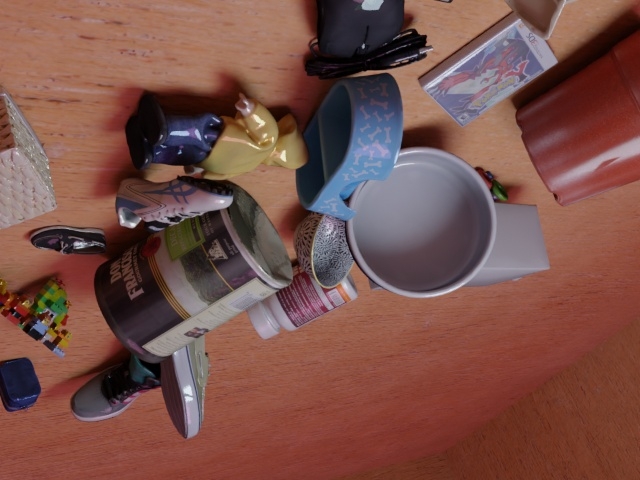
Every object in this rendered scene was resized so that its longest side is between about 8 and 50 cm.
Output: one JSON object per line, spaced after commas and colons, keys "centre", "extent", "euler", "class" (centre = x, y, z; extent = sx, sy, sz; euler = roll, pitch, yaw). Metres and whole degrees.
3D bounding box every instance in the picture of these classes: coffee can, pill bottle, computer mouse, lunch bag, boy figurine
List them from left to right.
{"centre": [-0.601, 0.293, 1.656], "extent": [0.067, 0.098, 0.065], "euler": [-9, 153, -37], "class": "lunch bag"}
{"centre": [-0.215, 0.057, 1.423], "extent": [0.275, 0.202, 0.201], "euler": [-31, 152, 14], "class": "coffee can"}
{"centre": [-0.131, -0.155, 1.227], "extent": [0.285, 0.092, 0.177], "euler": [-4, 150, -36], "class": "boy figurine"}
{"centre": [-0.042, 0.116, 1.753], "extent": [0.221, 0.121, 0.121], "euler": [-27, 153, 7], "class": "pill bottle"}
{"centre": [0.062, -0.292, 1.110], "extent": [0.188, 0.072, 0.272], "euler": [-13, 158, 1], "class": "computer mouse"}

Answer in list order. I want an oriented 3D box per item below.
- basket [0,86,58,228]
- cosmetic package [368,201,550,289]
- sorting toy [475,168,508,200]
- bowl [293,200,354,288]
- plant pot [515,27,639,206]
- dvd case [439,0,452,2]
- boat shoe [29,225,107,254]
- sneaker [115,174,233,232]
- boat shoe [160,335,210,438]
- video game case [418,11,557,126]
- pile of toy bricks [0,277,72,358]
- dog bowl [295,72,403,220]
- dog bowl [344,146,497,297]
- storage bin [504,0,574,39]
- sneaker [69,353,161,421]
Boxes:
{"centre": [-0.425, -0.100, 1.079], "extent": [0.113, 0.103, 0.167], "euler": [-21, 152, -7], "class": "basket"}
{"centre": [0.284, 0.013, 1.738], "extent": [0.365, 0.155, 0.197], "euler": [0, 165, -41], "class": "cosmetic package"}
{"centre": [0.341, -0.110, 1.718], "extent": [0.042, 0.061, 0.102], "euler": [-38, 127, 26], "class": "sorting toy"}
{"centre": [0.000, 0.000, 1.594], "extent": [0.080, 0.170, 0.170], "euler": [14, 172, 31], "class": "bowl"}
{"centre": [0.512, -0.206, 1.490], "extent": [0.265, 0.272, 0.272], "euler": [-26, 154, 24], "class": "plant pot"}
{"centre": [0.160, -0.414, 1.048], "extent": [0.180, 0.022, 0.253], "euler": [2, 144, -31], "class": "dvd case"}
{"centre": [-0.408, 0.005, 1.354], "extent": [0.125, 0.038, 0.046], "euler": [3, 143, -41], "class": "boat shoe"}
{"centre": [-0.216, -0.053, 1.233], "extent": [0.237, 0.086, 0.085], "euler": [1, 177, 41], "class": "sneaker"}
{"centre": [-0.267, 0.251, 1.679], "extent": [0.094, 0.302, 0.109], "euler": [-15, -164, -33], "class": "boat shoe"}
{"centre": [0.285, -0.285, 1.398], "extent": [0.201, 0.023, 0.183], "euler": [-34, 151, 19], "class": "video game case"}
{"centre": [-0.481, 0.113, 1.444], "extent": [0.105, 0.118, 0.212], "euler": [-52, 147, -15], "class": "pile of toy bricks"}
{"centre": [0.034, -0.143, 1.289], "extent": [0.074, 0.166, 0.297], "euler": [3, 157, -20], "class": "dog bowl"}
{"centre": [0.175, -0.029, 1.493], "extent": [0.264, 0.265, 0.104], "euler": [-22, 177, -3], "class": "dog bowl"}
{"centre": [0.398, -0.415, 1.089], "extent": [0.262, 0.123, 0.260], "euler": [-23, 153, -21], "class": "storage bin"}
{"centre": [-0.400, 0.285, 1.769], "extent": [0.295, 0.124, 0.178], "euler": [-25, 159, -16], "class": "sneaker"}
